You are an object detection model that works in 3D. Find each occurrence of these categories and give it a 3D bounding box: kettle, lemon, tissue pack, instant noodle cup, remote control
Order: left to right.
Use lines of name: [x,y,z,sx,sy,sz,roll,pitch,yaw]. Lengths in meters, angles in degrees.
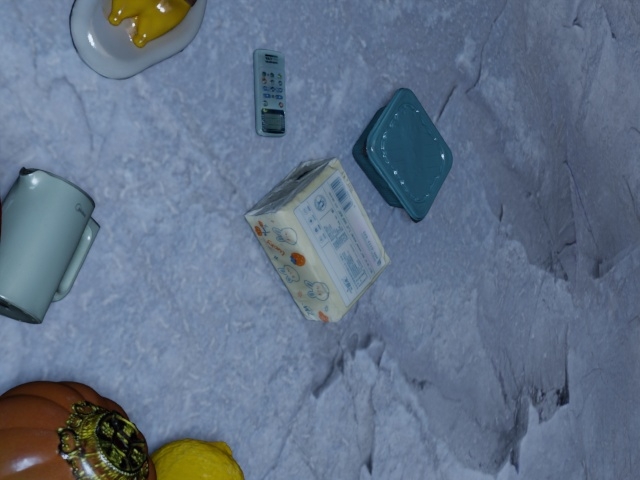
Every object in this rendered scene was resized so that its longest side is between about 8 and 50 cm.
kettle: [-0.305,0.011,0.849,0.126,0.098,0.148,36,62,-31]
lemon: [-0.167,0.325,0.941,0.142,0.142,0.187,40,68,-35]
remote control: [-0.072,-0.210,1.120,0.053,0.017,0.125,-1,90,-42]
tissue pack: [0.000,0.000,1.134,0.148,0.092,0.196,-45,117,-34]
instant noodle cup: [0.129,-0.137,1.271,0.179,0.070,0.157,50,57,-29]

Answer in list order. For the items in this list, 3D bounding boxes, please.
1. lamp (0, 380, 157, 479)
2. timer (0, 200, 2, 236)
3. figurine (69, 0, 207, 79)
lamp: [-0.270,0.251,0.807,0.223,0.196,0.223,46,22,-26]
timer: [-0.433,-0.010,0.572,0.378,0.279,0.378,-27,130,-38]
figurine: [-0.179,-0.308,0.942,0.166,0.141,0.250,39,64,-37]
